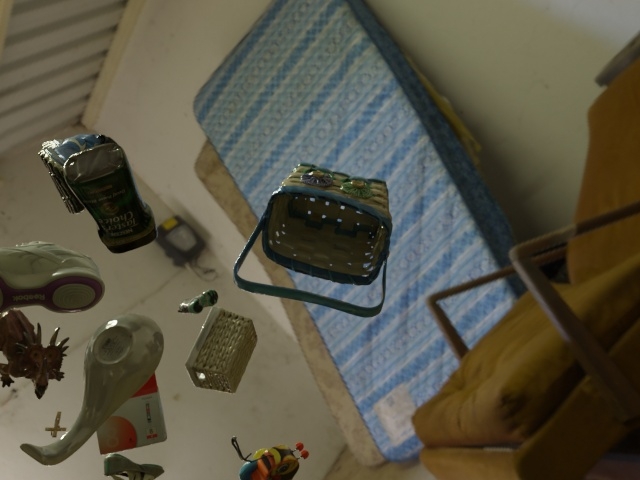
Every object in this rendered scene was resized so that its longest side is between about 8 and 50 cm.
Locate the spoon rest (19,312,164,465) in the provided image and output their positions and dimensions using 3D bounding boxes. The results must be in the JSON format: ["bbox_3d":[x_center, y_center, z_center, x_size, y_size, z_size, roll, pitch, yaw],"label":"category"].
[{"bbox_3d":[-0.365,0.240,1.094,0.276,0.137,0.084,-55,-25,-23],"label":"spoon rest"}]

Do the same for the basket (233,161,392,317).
[{"bbox_3d":[0.000,0.000,1.184,0.201,0.255,0.289,100,-177,-48],"label":"basket"}]

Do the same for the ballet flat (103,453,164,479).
[{"bbox_3d":[-0.502,0.629,1.793,0.072,0.068,0.213,-22,-37,20],"label":"ballet flat"}]

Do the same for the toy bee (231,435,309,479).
[{"bbox_3d":[-0.098,0.548,1.544,0.162,0.195,0.298,-19,-32,-20],"label":"toy bee"}]

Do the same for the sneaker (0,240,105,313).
[{"bbox_3d":[-0.563,0.064,1.235,0.152,0.305,0.114,56,132,53],"label":"sneaker"}]

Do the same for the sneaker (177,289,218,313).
[{"bbox_3d":[-0.276,0.136,1.470,0.069,0.038,0.098,-10,8,30],"label":"sneaker"}]

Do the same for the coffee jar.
[{"bbox_3d":[-0.327,-0.060,1.060,0.096,0.079,0.184,-20,-38,-7],"label":"coffee jar"}]

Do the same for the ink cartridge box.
[{"bbox_3d":[-0.429,0.372,1.486,0.145,0.179,0.045,-12,-3,-2],"label":"ink cartridge box"}]

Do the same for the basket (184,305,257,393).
[{"bbox_3d":[-0.221,0.253,1.528,0.113,0.103,0.167,82,-157,-51],"label":"basket"}]

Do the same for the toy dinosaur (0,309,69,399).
[{"bbox_3d":[-0.658,0.223,1.467,0.127,0.295,0.200,-36,-15,-43],"label":"toy dinosaur"}]

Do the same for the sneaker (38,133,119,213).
[{"bbox_3d":[-0.465,-0.157,1.327,0.147,0.130,0.330,-25,29,-13],"label":"sneaker"}]

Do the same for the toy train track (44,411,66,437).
[{"bbox_3d":[-0.641,0.450,1.622,0.083,0.048,0.014,-110,29,-58],"label":"toy train track"}]
